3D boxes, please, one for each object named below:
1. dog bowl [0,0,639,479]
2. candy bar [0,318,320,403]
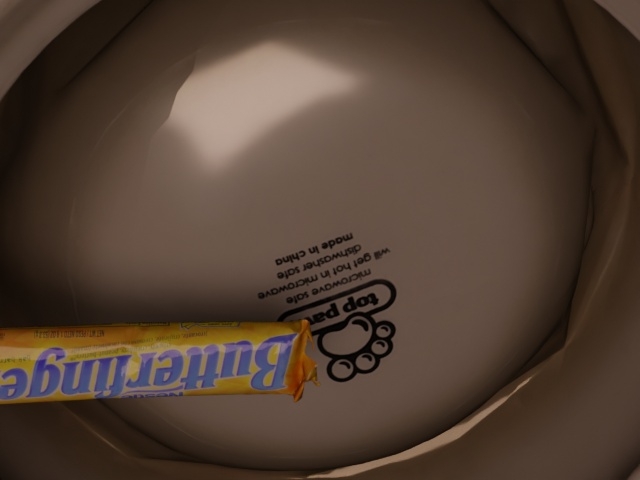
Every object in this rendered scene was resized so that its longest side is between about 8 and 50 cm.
[{"bbox_3d":[0.000,0.000,0.825,0.408,0.150,0.408,-4,117,-8],"label":"dog bowl"},{"bbox_3d":[-0.080,0.050,0.743,0.161,0.018,0.040,-1,117,-8],"label":"candy bar"}]
